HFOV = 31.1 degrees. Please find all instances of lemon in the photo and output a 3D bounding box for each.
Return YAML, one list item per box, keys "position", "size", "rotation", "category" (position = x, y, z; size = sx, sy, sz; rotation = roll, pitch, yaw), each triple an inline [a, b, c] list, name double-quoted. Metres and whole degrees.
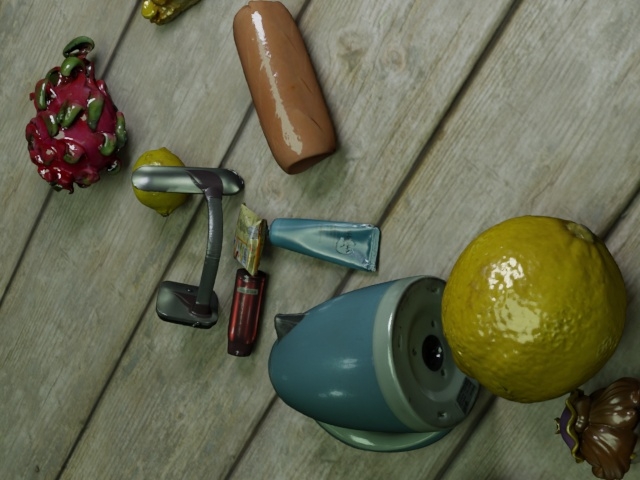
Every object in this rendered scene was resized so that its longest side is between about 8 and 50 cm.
- position: [-0.300, -0.110, 2.158]
  size: [0.109, 0.109, 0.133]
  rotation: [-7, 86, 33]
  category: "lemon"
- position: [0.315, 0.102, 1.704]
  size: [0.293, 0.293, 0.293]
  rotation: [5, 99, 32]
  category: "lemon"

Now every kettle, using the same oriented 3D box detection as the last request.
- position: [0.077, 0.233, 1.912]
  size: [0.342, 0.247, 0.320]
  rotation: [-14, 115, 40]
  category: "kettle"

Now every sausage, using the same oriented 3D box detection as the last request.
- position: [-0.066, -0.271, 1.983]
  size: [0.121, 0.121, 0.304]
  rotation: [-22, 85, 32]
  category: "sausage"

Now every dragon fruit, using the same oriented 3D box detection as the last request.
- position: [-0.483, -0.234, 2.217]
  size: [0.198, 0.218, 0.273]
  rotation: [-22, 77, -5]
  category: "dragon fruit"

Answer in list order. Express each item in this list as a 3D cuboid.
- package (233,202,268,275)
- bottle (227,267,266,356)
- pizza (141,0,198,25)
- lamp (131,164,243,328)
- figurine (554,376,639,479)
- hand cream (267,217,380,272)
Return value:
- position: [-0.130, -0.003, 2.084]
  size: [0.120, 0.031, 0.108]
  rotation: [37, 118, 60]
  category: "package"
- position: [-0.140, 0.136, 2.121]
  size: [0.060, 0.060, 0.164]
  rotation: [18, 105, 29]
  category: "bottle"
- position: [-0.273, -0.567, 2.103]
  size: [0.257, 0.087, 0.268]
  rotation: [-31, 77, 28]
  category: "pizza"
- position: [-0.261, 0.007, 2.092]
  size: [0.203, 0.124, 0.283]
  rotation: [9, 106, -10]
  category: "lamp"
- position: [0.477, 0.269, 1.694]
  size: [0.263, 0.142, 0.190]
  rotation: [-16, 122, 30]
  category: "figurine"
- position: [0.000, 0.000, 2.027]
  size: [0.224, 0.048, 0.083]
  rotation: [9, 98, 26]
  category: "hand cream"
